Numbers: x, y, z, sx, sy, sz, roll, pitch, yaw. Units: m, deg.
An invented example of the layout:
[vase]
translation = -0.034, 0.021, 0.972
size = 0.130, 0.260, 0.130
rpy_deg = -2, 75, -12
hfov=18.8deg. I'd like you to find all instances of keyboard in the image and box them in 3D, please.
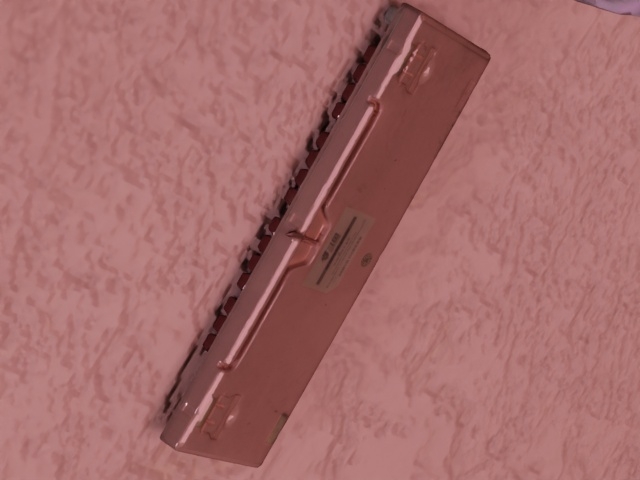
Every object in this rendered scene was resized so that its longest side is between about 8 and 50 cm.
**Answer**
[keyboard]
translation = 0.000, 0.000, 0.651
size = 0.055, 0.017, 0.166
rpy_deg = 21, 100, -55

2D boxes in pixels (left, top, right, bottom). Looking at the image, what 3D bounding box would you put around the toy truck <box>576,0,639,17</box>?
[toy truck]
translation = 0.082, -0.209, 0.509
size = 0.155, 0.124, 0.268
rpy_deg = 22, 97, -44
